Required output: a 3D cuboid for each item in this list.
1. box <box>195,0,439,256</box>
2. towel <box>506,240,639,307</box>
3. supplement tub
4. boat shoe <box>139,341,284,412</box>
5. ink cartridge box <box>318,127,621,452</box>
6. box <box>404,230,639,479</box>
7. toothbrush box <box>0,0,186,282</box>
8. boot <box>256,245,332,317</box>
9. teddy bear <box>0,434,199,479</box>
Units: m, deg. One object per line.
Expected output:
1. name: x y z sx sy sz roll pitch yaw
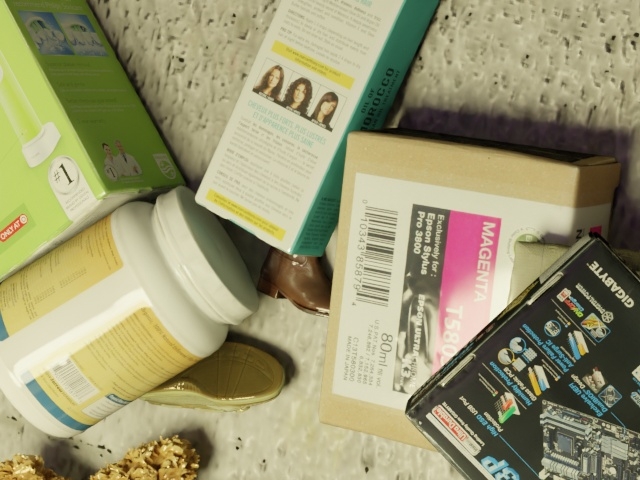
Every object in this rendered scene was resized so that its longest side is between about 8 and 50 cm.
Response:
1. box: 0.000 -0.118 1.192 0.100 0.060 0.244 29 101 24
2. towel: 0.267 0.169 1.041 0.324 0.056 0.312 6 99 10
3. supplement tub: -0.166 0.057 1.256 0.200 0.144 0.144 -31 79 9
4. boat shoe: -0.095 0.122 1.304 0.153 0.048 0.056 -5 57 25
5. ink cartridge box: 0.109 0.041 1.151 0.193 0.088 0.234 10 99 30
6. box: 0.193 0.131 1.004 0.175 0.051 0.220 -44 88 10
7. toothbrush box: -0.282 -0.110 1.337 0.206 0.122 0.283 -36 78 28
8. boot: 0.000 0.000 1.240 0.106 0.037 0.114 19 100 28
9. teddy bear: -0.148 0.285 1.324 0.338 0.113 0.245 -12 101 25
